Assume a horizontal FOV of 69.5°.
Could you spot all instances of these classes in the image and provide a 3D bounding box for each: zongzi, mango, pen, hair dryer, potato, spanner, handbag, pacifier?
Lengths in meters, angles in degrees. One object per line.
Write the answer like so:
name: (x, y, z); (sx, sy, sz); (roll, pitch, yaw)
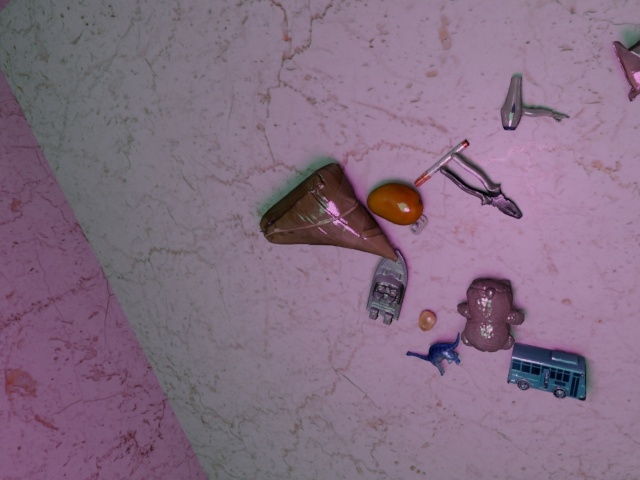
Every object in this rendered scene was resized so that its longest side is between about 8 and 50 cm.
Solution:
zongzi: (-0.009, 0.008, 1.866); (0.499, 0.218, 0.467); (-34, 90, 32)
mango: (0.277, -0.141, 1.729); (0.221, 0.120, 0.152); (26, 119, 25)
pen: (0.432, -0.273, 1.658); (0.239, 0.028, 0.028); (-41, 87, 31)
hair dryer: (0.675, -0.446, 1.467); (0.199, 0.067, 0.167); (-7, 99, 18)
potato: (0.427, 0.324, 1.851); (0.068, 0.062, 0.083); (32, 98, 46)
spanner: (0.566, -0.178, 1.609); (0.324, 0.040, 0.096); (37, 124, 4)
handbag: (0.952, -0.529, 1.255); (0.270, 0.117, 0.183); (-28, 107, 31)
pacifier: (0.361, -0.060, 1.747); (0.068, 0.064, 0.083); (45, 120, 17)

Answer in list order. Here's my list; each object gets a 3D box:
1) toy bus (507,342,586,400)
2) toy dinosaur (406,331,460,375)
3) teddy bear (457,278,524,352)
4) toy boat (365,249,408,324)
toy bus: (0.820, 0.469, 1.666); (0.255, 0.128, 0.147); (7, 109, 26)
toy dinosaur: (0.490, 0.458, 1.850); (0.144, 0.076, 0.329); (43, 142, -4)
teddy bear: (0.616, 0.272, 1.684); (0.235, 0.151, 0.267); (1, 107, 29)
toy boat: (0.275, 0.182, 1.859); (0.141, 0.092, 0.320); (17, 113, 19)
